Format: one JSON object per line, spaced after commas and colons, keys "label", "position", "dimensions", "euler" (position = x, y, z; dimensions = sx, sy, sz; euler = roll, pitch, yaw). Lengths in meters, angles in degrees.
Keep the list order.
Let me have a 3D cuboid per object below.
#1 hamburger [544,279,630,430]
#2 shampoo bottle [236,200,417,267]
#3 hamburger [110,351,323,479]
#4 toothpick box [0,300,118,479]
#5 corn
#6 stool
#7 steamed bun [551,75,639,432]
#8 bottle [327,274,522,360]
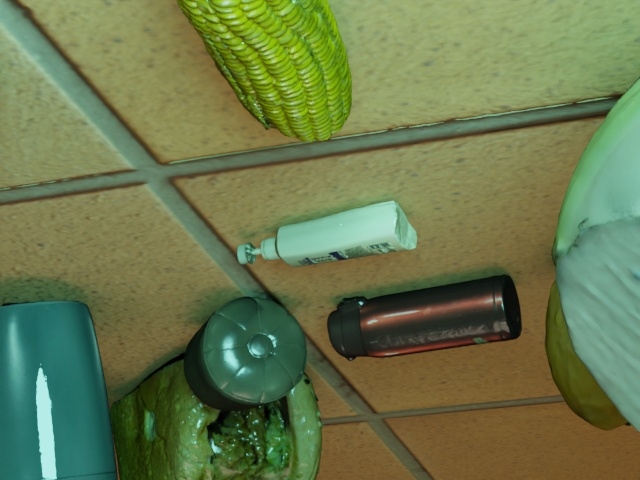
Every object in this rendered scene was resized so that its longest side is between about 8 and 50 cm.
{"label": "hamburger", "position": [0.246, 0.073, 1.068], "dimensions": [0.115, 0.162, 0.162], "euler": [5, 156, -18]}
{"label": "shampoo bottle", "position": [0.000, 0.000, 1.037], "dimensions": [0.141, 0.034, 0.049], "euler": [-10, 163, 21]}
{"label": "hamburger", "position": [-0.107, 0.230, 1.398], "dimensions": [0.167, 0.192, 0.288], "euler": [0, 159, -29]}
{"label": "toothpick box", "position": [-0.238, 0.142, 1.160], "dimensions": [0.120, 0.184, 0.120], "euler": [-6, 172, -1]}
{"label": "corn", "position": [-0.027, -0.113, 0.728], "dimensions": [0.072, 0.072, 0.203], "euler": [-6, 158, 12]}
{"label": "stool", "position": [-0.070, 0.104, 1.207], "dimensions": [0.096, 0.096, 0.110], "euler": [8, 161, -21]}
{"label": "steamed bun", "position": [0.303, -0.011, 0.764], "dimensions": [0.309, 0.309, 0.309], "euler": [-1, 157, 0]}
{"label": "bottle", "position": [0.086, 0.067, 1.175], "dimensions": [0.164, 0.060, 0.060], "euler": [-11, 155, 22]}
